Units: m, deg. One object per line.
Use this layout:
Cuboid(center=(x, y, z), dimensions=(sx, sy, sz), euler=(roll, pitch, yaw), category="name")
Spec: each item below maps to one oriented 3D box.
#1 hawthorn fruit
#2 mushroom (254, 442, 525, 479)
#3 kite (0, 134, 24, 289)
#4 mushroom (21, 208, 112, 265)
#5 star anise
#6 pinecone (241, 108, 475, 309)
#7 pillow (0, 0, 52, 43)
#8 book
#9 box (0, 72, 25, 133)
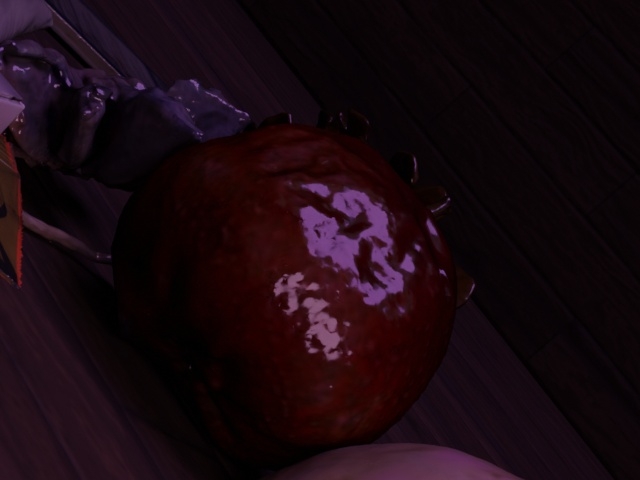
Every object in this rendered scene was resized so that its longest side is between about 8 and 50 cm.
Cuboid(center=(-0.006, 0.025, 1.284), dimensions=(0.230, 0.210, 0.266), euler=(36, 38, 22), category="hawthorn fruit")
Cuboid(center=(0.063, 0.175, 1.175), dimensions=(0.173, 0.162, 0.236), euler=(53, 7, 21), category="mushroom")
Cuboid(center=(-0.264, -0.085, 1.103), dimensions=(0.327, 0.013, 0.377), euler=(48, 9, 20), category="kite")
Cuboid(center=(-0.199, -0.024, 1.229), dimensions=(0.286, 0.028, 0.026), euler=(31, 23, -53), category="mushroom")
Cuboid(center=(-0.159, -0.087, 1.359), dimensions=(0.229, 0.093, 0.236), euler=(14, -1, 39), category="star anise")
Cuboid(center=(0.000, -0.003, 1.532), dimensions=(0.202, 0.229, 0.201), euler=(11, -60, 52), category="pinecone")
Cuboid(center=(-0.311, -0.231, 1.441), dimensions=(0.254, 0.078, 0.144), euler=(47, 19, -10), category="pillow")
Cuboid(center=(-0.227, -0.201, 2.006), dimensions=(0.322, 0.018, 0.228), euler=(44, 7, -29), category="book")
Cuboid(center=(-0.248, -0.115, 1.098), dimensions=(0.130, 0.051, 0.129), euler=(49, 11, 17), category="box")
